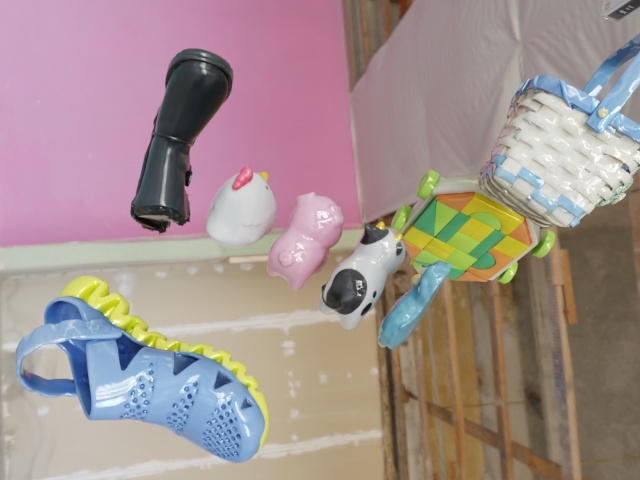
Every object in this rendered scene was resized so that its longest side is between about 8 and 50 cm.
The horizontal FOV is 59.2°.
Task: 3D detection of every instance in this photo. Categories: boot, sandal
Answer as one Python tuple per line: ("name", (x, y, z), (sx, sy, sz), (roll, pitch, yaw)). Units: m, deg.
("boot", (-0.205, -0.132, 0.826), (0.246, 0.094, 0.207), (-30, -129, 56))
("sandal", (-0.207, 0.161, 0.627), (0.138, 0.318, 0.126), (-38, 148, -62))

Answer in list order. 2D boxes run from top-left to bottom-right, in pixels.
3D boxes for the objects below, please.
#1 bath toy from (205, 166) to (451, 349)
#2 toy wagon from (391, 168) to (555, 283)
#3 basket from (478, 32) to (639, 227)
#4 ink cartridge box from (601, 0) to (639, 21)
("bath toy", (0.000, 0.000, 0.788), (0.151, 0.348, 0.129), (-50, 164, -41))
("toy wagon", (0.276, 0.003, 1.128), (0.068, 0.267, 0.344), (-66, -176, -35))
("basket", (0.366, -0.162, 0.797), (0.288, 0.201, 0.255), (-60, 171, 8))
("ink cartridge box", (0.531, -0.484, 0.879), (0.208, 0.045, 0.206), (171, -70, -84))
